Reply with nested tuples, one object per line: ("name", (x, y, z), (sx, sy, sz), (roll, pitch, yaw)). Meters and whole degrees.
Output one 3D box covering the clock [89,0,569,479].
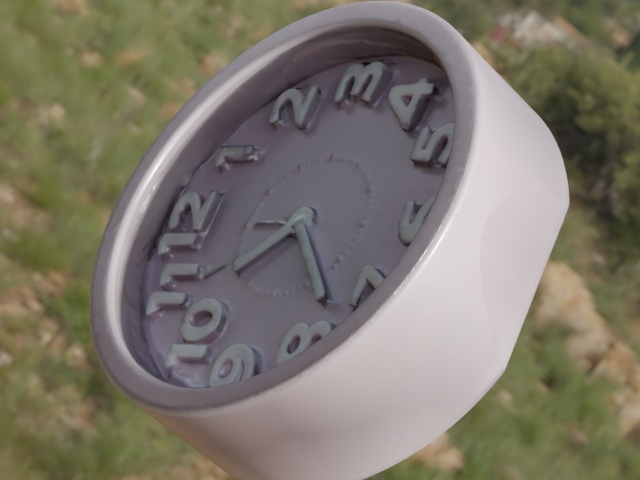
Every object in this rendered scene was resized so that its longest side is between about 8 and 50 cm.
("clock", (0.000, 0.000, 0.771), (0.068, 0.197, 0.197), (41, 8, -37))
